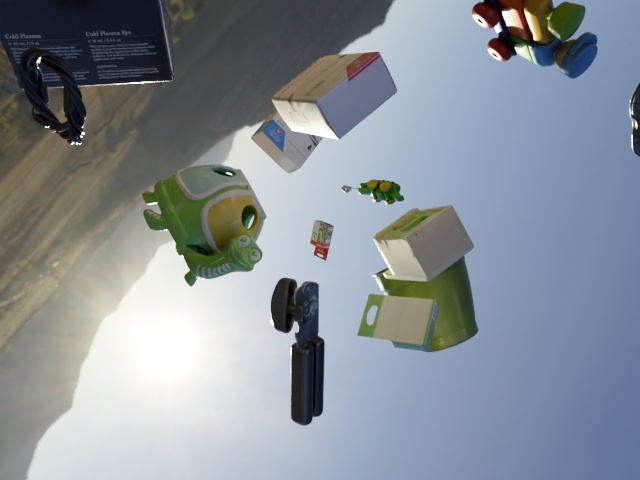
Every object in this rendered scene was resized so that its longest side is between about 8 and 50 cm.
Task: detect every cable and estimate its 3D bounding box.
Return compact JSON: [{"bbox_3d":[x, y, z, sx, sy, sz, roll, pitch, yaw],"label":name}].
[{"bbox_3d":[-0.479,-0.255,1.000,0.047,0.150,0.184,-38,169,-40],"label":"cable"}]

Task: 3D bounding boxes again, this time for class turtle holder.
[{"bbox_3d":[-0.243,-0.049,1.222,0.227,0.243,0.320,-28,-168,-6],"label":"turtle holder"}]

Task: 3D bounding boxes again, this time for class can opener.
[{"bbox_3d":[-0.044,0.208,1.067,0.095,0.283,0.076,10,-164,32],"label":"can opener"}]

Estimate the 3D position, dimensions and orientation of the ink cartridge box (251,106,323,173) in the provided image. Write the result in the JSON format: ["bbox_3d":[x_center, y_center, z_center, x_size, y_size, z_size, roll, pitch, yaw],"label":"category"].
[{"bbox_3d":[-0.069,-0.295,1.474,0.082,0.139,0.190,-11,-140,58],"label":"ink cartridge box"}]

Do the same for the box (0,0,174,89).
[{"bbox_3d":[-0.512,-0.515,1.201,0.312,0.343,0.179,97,-16,-52],"label":"box"}]

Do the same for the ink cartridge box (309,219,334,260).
[{"bbox_3d":[0.000,0.000,1.702,0.063,0.029,0.115,24,-72,43],"label":"ink cartridge box"}]

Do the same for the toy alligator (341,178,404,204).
[{"bbox_3d":[0.139,-0.134,1.414,0.190,0.056,0.051,15,-124,39],"label":"toy alligator"}]

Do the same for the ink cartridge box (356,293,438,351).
[{"bbox_3d":[0.257,0.268,1.842,0.235,0.056,0.171,2,-126,28],"label":"ink cartridge box"}]

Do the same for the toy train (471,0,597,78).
[{"bbox_3d":[0.285,-0.317,0.742,0.105,0.248,0.143,-49,-124,8],"label":"toy train"}]

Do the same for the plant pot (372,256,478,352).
[{"bbox_3d":[0.437,0.232,2.164,0.366,0.353,0.366,-21,178,-1],"label":"plant pot"}]

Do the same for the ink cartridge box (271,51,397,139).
[{"bbox_3d":[0.021,-0.287,1.093,0.158,0.092,0.218,-41,-150,-11],"label":"ink cartridge box"}]

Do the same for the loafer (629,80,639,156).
[{"bbox_3d":[0.948,-0.377,1.591,0.109,0.302,0.095,13,-126,31],"label":"loafer"}]

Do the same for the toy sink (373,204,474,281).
[{"bbox_3d":[0.238,0.005,1.399,0.153,0.131,0.234,-33,-171,-17],"label":"toy sink"}]
